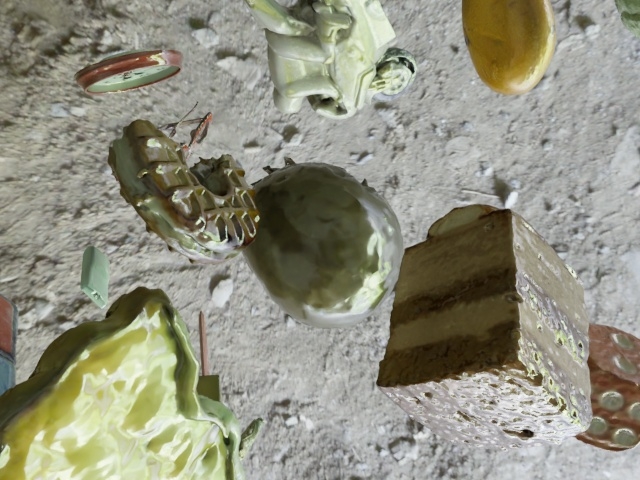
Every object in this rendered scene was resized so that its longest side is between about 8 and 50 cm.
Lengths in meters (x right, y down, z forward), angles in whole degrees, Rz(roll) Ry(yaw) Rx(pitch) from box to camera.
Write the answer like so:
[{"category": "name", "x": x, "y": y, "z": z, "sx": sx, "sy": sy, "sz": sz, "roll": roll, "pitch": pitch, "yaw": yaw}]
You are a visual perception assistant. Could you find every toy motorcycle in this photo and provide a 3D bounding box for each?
[{"category": "toy motorcycle", "x": 0.002, "y": -0.288, "z": 0.901, "sx": 0.223, "sy": 0.107, "sz": 0.341, "roll": -34, "pitch": 142, "yaw": 12}]

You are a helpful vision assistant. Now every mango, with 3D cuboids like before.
[{"category": "mango", "x": 0.364, "y": -0.429, "z": 1.169, "sx": 0.120, "sy": 0.177, "sz": 0.294, "roll": -29, "pitch": 117, "yaw": -39}]

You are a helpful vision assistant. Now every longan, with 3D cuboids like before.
[{"category": "longan", "x": 0.006, "y": 0.001, "z": 1.504, "sx": 0.404, "sy": 0.404, "sz": 0.435, "roll": -34, "pitch": 85, "yaw": -3}]

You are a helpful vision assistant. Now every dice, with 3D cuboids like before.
[{"category": "dice", "x": 0.539, "y": 0.275, "z": 1.147, "sx": 0.175, "sy": 0.179, "sz": 0.173, "roll": 26, "pitch": 118, "yaw": 16}]

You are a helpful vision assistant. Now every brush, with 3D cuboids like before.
[{"category": "brush", "x": -0.182, "y": 0.219, "z": 0.969, "sx": 0.047, "sy": 0.103, "sz": 0.233, "roll": -4, "pitch": 55, "yaw": -8}]

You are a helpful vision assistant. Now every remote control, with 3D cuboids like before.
[{"category": "remote control", "x": -0.428, "y": 0.065, "z": 1.153, "sx": 0.029, "sy": 0.162, "sz": 0.061, "roll": -36, "pitch": 122, "yaw": 1}]

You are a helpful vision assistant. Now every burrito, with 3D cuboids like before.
[{"category": "burrito", "x": -0.195, "y": 0.523, "z": 1.575, "sx": 0.041, "sy": 0.149, "sz": 0.055, "roll": 48, "pitch": 120, "yaw": -2}]

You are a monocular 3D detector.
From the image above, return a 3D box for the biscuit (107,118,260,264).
[{"category": "biscuit", "x": -0.241, "y": -0.083, "z": 1.180, "sx": 0.115, "sy": 0.366, "sz": 0.268, "roll": -32, "pitch": 78, "yaw": 20}]

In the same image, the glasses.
[{"category": "glasses", "x": -0.334, "y": -0.207, "z": 1.353, "sx": 0.095, "sy": 0.162, "sz": 0.255, "roll": 35, "pitch": 57, "yaw": 3}]

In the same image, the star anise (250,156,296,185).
[{"category": "star anise", "x": -0.079, "y": -0.187, "z": 1.883, "sx": 0.272, "sy": 0.271, "sz": 0.102, "roll": 10, "pitch": 138, "yaw": -8}]

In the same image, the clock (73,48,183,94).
[{"category": "clock", "x": -0.558, "y": -0.506, "z": 1.767, "sx": 0.319, "sy": 0.318, "sz": 0.080, "roll": -18, "pitch": 98, "yaw": -6}]

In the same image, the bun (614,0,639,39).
[{"category": "bun", "x": 0.394, "y": -0.286, "z": 0.589, "sx": 0.204, "sy": 0.126, "sz": 0.212, "roll": 15, "pitch": 114, "yaw": 19}]

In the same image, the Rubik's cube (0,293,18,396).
[{"category": "Rubik's cube", "x": -0.613, "y": 0.173, "z": 0.750, "sx": 0.313, "sy": 0.318, "sz": 0.316, "roll": -38, "pitch": 128, "yaw": -2}]

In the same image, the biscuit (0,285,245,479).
[{"category": "biscuit", "x": -0.163, "y": 0.207, "z": 0.527, "sx": 0.329, "sy": 0.078, "sz": 0.334, "roll": 15, "pitch": 85, "yaw": -52}]

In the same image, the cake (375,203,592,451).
[{"category": "cake", "x": 0.213, "y": 0.097, "z": 0.777, "sx": 0.199, "sy": 0.196, "sz": 0.292, "roll": 38, "pitch": 46, "yaw": -28}]

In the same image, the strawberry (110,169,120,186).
[{"category": "strawberry", "x": -0.574, "y": -0.221, "z": 1.832, "sx": 0.087, "sy": 0.208, "sz": 0.167, "roll": -18, "pitch": 109, "yaw": 9}]
